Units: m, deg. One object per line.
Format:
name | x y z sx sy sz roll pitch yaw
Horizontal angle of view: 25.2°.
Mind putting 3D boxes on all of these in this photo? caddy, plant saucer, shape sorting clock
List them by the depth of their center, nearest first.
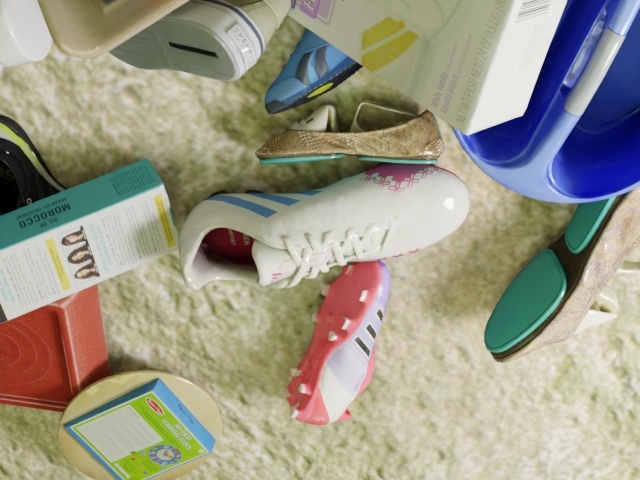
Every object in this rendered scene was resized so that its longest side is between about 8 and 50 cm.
caddy | 0.263 -0.196 1.379 0.241 0.179 0.341 21 124 -5
plant saucer | -0.394 0.122 1.758 0.259 0.047 0.258 6 135 6
shape sorting clock | -0.228 0.239 1.816 0.206 0.040 0.206 -3 131 -4

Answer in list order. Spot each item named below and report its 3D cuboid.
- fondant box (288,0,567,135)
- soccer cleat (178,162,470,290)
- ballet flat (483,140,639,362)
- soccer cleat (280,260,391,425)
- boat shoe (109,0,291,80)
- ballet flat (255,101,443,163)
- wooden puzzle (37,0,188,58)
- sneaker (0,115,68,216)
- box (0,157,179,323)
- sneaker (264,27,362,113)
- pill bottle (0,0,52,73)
fondant box | 0.074 -0.283 1.310 0.330 0.096 0.238 38 130 28
soccer cleat | 0.000 0.000 1.576 0.331 0.143 0.116 -8 121 15
ballet flat | 0.300 0.032 1.570 0.106 0.107 0.316 20 126 -19
soccer cleat | 0.036 0.121 1.700 0.095 0.083 0.248 7 124 -30
boat shoe | -0.147 -0.230 1.436 0.302 0.094 0.109 23 147 42
ballet flat | 0.031 -0.116 1.552 0.206 0.073 0.067 0 95 8
wooden puzzle | -0.165 -0.380 1.300 0.348 0.080 0.322 -25 82 25
sneaker | -0.340 -0.036 1.643 0.084 0.097 0.234 -28 114 26
box | -0.286 0.003 1.603 0.244 0.060 0.100 -22 133 -13
sneaker | 0.010 -0.209 1.494 0.209 0.069 0.082 -34 86 33
pill bottle | -0.428 -0.219 1.509 0.272 0.152 0.152 -9 121 15
